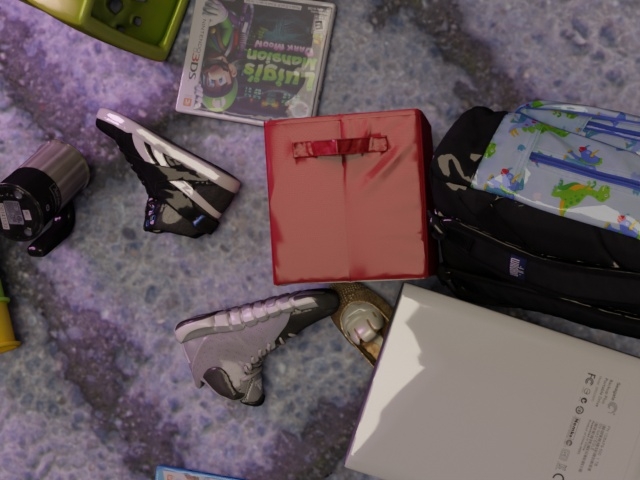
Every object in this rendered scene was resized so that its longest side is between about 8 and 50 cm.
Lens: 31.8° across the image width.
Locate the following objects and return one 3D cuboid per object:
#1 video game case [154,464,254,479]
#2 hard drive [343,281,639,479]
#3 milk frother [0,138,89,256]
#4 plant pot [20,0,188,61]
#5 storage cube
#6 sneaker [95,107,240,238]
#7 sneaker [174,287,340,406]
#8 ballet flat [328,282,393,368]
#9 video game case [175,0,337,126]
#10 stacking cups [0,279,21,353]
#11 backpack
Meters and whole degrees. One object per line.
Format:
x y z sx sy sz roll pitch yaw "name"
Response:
-0.143 0.367 1.474 0.166 0.015 0.119 7 90 12 "video game case"
0.231 0.213 1.346 0.353 0.047 0.233 18 92 -2 "hard drive"
-0.400 -0.057 1.478 0.143 0.134 0.129 18 123 8 "milk frother"
-0.294 -0.378 1.430 0.207 0.227 0.228 20 93 18 "plant pot"
0.042 -0.047 1.347 0.184 0.215 0.193 -3 90 10 "storage cube"
-0.224 -0.078 1.472 0.217 0.079 0.121 30 93 10 "sneaker"
-0.068 0.142 1.439 0.229 0.086 0.132 -14 90 21 "sneaker"
0.080 0.130 1.408 0.073 0.067 0.206 -46 80 7 "ballet flat"
-0.086 -0.239 1.477 0.190 0.022 0.173 11 91 12 "video game case"
-0.492 0.003 1.522 0.096 0.096 0.316 -18 83 11 "stacking cups"
0.331 -0.012 1.244 0.356 0.290 0.273 27 65 31 "backpack"
